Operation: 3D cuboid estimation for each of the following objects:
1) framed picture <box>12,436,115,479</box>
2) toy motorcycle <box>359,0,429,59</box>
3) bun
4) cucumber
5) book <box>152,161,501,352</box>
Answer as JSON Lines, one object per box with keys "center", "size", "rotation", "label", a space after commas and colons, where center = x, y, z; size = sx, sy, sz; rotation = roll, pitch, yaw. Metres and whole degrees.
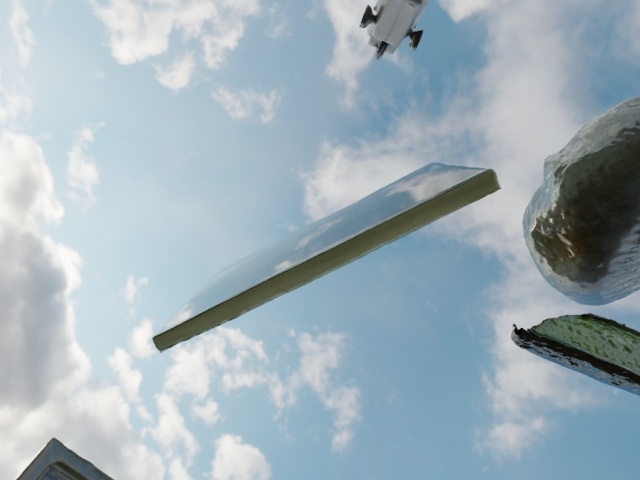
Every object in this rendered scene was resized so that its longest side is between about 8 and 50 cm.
{"center": [-0.165, 0.325, 0.315], "size": [0.289, 0.211, 0.020], "rotation": [43, -63, -11], "label": "framed picture"}
{"center": [0.153, -0.438, 0.715], "size": [0.110, 0.260, 0.171], "rotation": [23, -103, -4], "label": "toy motorcycle"}
{"center": [0.504, -0.065, 0.707], "size": [0.211, 0.361, 0.362], "rotation": [44, -61, 48], "label": "bun"}
{"center": [0.297, 0.117, 0.414], "size": [0.220, 0.070, 0.046], "rotation": [23, -41, 10], "label": "cucumber"}
{"center": [0.000, 0.000, 0.522], "size": [0.379, 0.264, 0.031], "rotation": [-27, -81, 9], "label": "book"}
